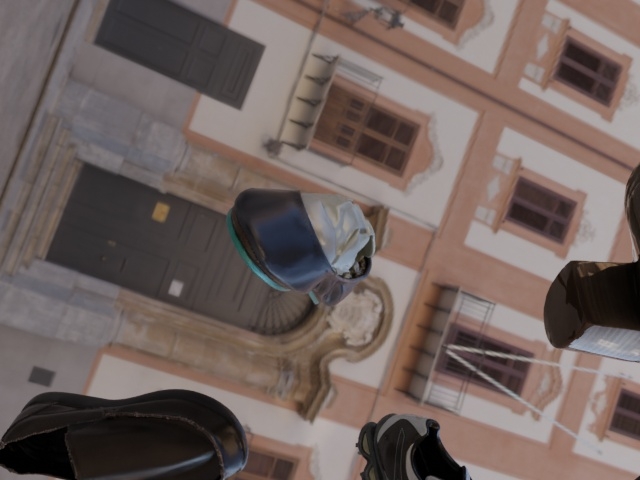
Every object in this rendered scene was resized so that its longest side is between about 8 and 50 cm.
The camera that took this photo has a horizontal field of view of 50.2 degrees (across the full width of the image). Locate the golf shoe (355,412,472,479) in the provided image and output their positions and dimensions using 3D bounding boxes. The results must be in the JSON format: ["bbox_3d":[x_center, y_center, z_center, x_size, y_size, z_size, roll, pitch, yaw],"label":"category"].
[{"bbox_3d":[0.101,0.253,0.617,0.094,0.077,0.198,-31,-101,46],"label":"golf shoe"}]

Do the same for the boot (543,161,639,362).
[{"bbox_3d":[0.216,0.010,0.327,0.197,0.152,0.073,109,-17,-66],"label":"boot"}]

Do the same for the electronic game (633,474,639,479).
[{"bbox_3d":[0.467,0.339,0.811,0.229,0.229,0.048,-60,-173,26],"label":"electronic game"}]

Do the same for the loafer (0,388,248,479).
[{"bbox_3d":[-0.163,0.172,0.546,0.078,0.219,0.080,-47,129,-65],"label":"loafer"}]

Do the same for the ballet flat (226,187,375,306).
[{"bbox_3d":[0.000,0.000,0.453,0.203,0.074,0.074,45,63,-73],"label":"ballet flat"}]
